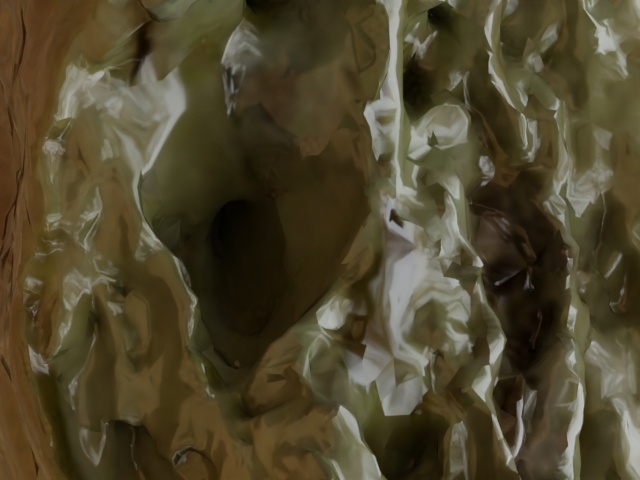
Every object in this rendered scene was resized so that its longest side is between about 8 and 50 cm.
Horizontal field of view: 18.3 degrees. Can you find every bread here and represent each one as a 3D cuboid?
[{"bbox_3d":[0.000,0.000,0.510,0.370,0.191,0.314,92,-6,-50],"label":"bread"}]
